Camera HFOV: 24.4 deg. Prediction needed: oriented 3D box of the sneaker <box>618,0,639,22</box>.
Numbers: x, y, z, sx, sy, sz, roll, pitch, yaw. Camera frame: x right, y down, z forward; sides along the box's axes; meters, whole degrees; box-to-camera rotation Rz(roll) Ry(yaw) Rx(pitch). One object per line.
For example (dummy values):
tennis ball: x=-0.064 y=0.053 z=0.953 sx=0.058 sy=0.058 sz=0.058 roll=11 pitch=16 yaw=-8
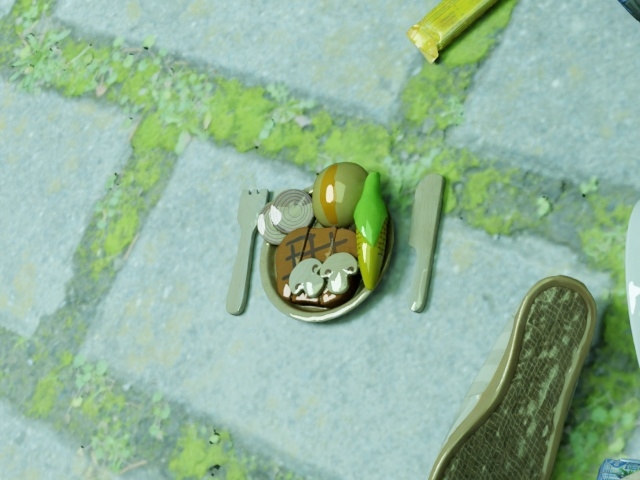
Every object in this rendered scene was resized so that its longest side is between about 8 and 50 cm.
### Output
sneaker: x=0.228 y=-0.251 z=1.125 sx=0.081 sy=0.080 sz=0.211 roll=-31 pitch=57 yaw=21

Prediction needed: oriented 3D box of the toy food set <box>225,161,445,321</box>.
toy food set: x=0.000 y=0.000 z=1.180 sx=0.192 sy=0.038 sz=0.132 roll=-4 pitch=67 yaw=31

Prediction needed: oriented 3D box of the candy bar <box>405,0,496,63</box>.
candy bar: x=0.139 y=-0.208 z=1.201 sx=0.161 sy=0.018 sz=0.040 roll=-39 pitch=57 yaw=11

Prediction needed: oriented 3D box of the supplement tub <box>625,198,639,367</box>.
supplement tub: x=0.335 y=0.029 z=0.859 sx=0.272 sy=0.191 sz=0.191 roll=-12 pitch=63 yaw=28

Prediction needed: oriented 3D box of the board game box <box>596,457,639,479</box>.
board game box: x=0.269 y=0.166 z=0.867 sx=0.194 sy=0.194 sz=0.060 roll=4 pitch=71 yaw=18

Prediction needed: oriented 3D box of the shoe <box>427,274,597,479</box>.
shoe: x=0.133 y=0.128 z=1.033 sx=0.076 sy=0.058 sz=0.219 roll=26 pitch=88 yaw=4

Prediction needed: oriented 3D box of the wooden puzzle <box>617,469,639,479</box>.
wooden puzzle: x=0.281 y=0.228 z=0.689 sx=0.348 sy=0.080 sz=0.322 roll=-29 pitch=68 yaw=17
